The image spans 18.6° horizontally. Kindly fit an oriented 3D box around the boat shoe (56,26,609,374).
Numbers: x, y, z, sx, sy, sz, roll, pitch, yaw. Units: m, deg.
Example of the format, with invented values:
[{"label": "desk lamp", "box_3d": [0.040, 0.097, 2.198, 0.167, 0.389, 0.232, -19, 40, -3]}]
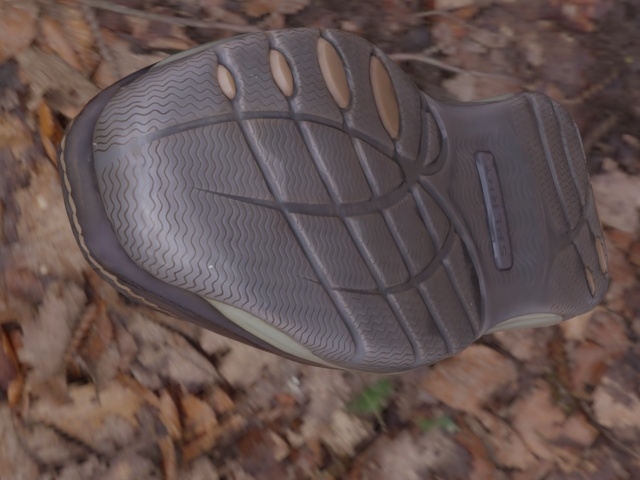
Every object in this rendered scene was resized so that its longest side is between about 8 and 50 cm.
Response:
[{"label": "boat shoe", "box_3d": [0.000, 0.000, 0.803, 0.130, 0.355, 0.132, -15, 78, 29]}]
